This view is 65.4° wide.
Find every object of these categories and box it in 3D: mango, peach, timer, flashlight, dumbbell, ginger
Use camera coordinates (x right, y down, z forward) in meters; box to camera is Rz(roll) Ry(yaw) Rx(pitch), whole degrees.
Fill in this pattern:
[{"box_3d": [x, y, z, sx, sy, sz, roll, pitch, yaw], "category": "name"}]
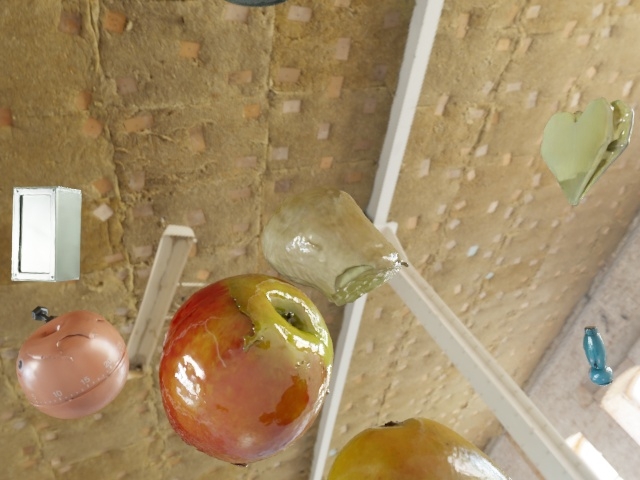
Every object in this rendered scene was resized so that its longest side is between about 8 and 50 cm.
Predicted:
[{"box_3d": [0.199, 0.488, 0.786, 0.300, 0.446, 0.232, -40, -10, -8], "category": "mango"}, {"box_3d": [-0.154, 0.253, 0.979, 0.369, 0.370, 0.370, -18, -44, -19], "category": "peach"}, {"box_3d": [-0.565, 0.283, 1.147, 0.229, 0.229, 0.215, -21, -68, -15], "category": "timer"}, {"box_3d": [0.605, 0.252, 1.089, 0.051, 0.051, 0.129, -10, -89, -26], "category": "flashlight"}, {"box_3d": [-0.707, 0.200, 1.285, 0.040, 0.083, 0.036, -50, -32, -30], "category": "dumbbell"}, {"box_3d": [0.000, 0.000, 0.642, 0.138, 0.267, 0.152, -46, -62, 1], "category": "ginger"}]

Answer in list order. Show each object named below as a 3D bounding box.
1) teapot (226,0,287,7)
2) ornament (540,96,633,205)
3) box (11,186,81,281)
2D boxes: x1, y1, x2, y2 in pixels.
[{"box_3d": [-0.081, -0.518, 0.663, 0.239, 0.240, 0.322, 11, -32, -11], "category": "teapot"}, {"box_3d": [0.468, -0.152, 0.895, 0.059, 0.201, 0.180, 5, -86, -3], "category": "ornament"}, {"box_3d": [-0.669, -0.015, 1.216, 0.129, 0.226, 0.086, 0, -1, 14], "category": "box"}]
